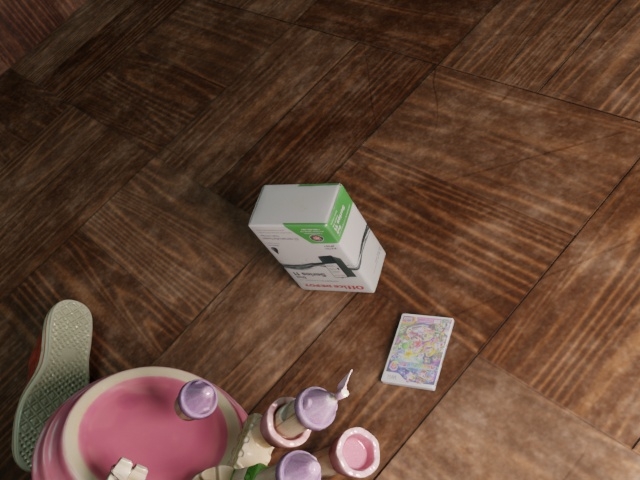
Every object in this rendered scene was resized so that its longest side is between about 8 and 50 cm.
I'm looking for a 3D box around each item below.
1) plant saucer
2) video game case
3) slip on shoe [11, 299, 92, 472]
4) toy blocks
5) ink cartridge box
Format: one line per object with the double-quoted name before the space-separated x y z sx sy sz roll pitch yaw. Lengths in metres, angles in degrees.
"plant saucer" -0.243 0.304 1.066 0.332 0.084 0.332 9 38 -7
"video game case" 0.151 0.170 1.134 0.087 0.011 0.122 3 55 31
"slip on shoe" -0.496 0.271 1.359 0.101 0.123 0.331 -41 39 41
"toy blocks" -0.080 0.303 0.878 0.260 0.309 0.288 -42 22 54
"ink cartridge box" 0.000 0.000 1.225 0.153 0.208 0.086 0 57 30
